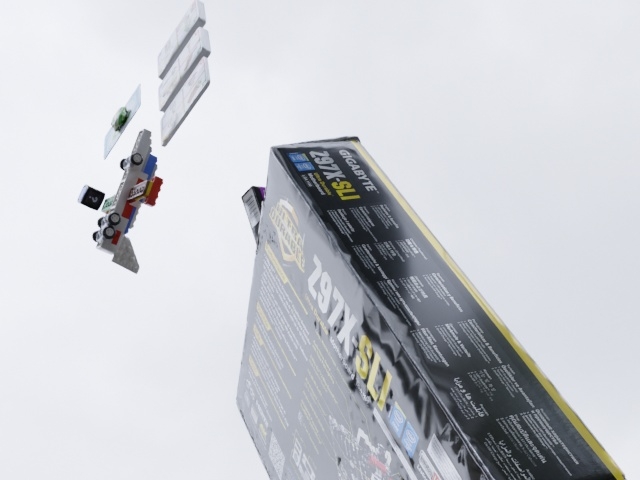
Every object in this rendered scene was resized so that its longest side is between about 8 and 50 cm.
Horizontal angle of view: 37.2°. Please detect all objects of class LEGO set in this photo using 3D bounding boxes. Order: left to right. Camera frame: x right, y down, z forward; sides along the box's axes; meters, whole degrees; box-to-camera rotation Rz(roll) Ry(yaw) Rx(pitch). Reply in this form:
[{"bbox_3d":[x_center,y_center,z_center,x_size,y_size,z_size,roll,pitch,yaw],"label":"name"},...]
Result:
[{"bbox_3d":[-0.162,-0.092,0.918,0.060,0.182,0.244,27,-63,-27],"label":"LEGO set"}]

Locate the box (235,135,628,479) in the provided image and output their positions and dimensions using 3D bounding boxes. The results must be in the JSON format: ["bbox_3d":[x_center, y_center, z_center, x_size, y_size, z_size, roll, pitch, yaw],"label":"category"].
[{"bbox_3d":[0.039,0.125,0.624,0.079,0.322,0.257,-7,-51,-24],"label":"box"}]

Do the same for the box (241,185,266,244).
[{"bbox_3d":[0.000,0.000,1.035,0.162,0.116,0.029,4,-35,-40],"label":"box"}]
